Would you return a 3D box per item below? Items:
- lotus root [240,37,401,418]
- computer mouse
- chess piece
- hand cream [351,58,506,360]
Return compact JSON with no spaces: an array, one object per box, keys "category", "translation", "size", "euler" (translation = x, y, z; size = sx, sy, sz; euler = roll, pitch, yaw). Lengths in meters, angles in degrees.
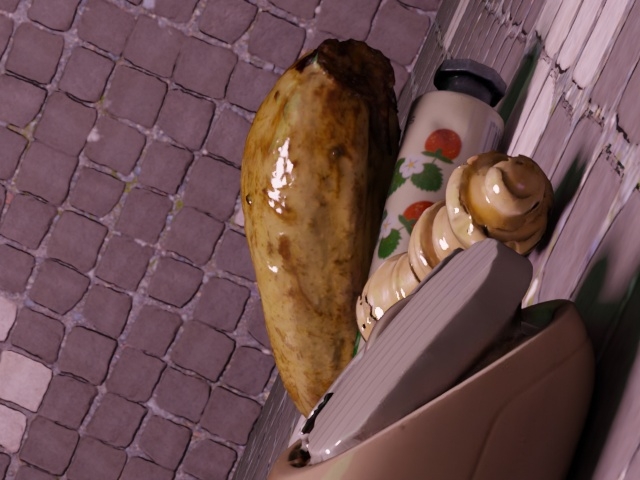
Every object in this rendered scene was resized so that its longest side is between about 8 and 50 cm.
[{"category":"lotus root","translation":[0.000,0.000,0.981],"size":[0.110,0.097,0.258],"euler":[-35,-52,-60]},{"category":"computer mouse","translation":[0.013,0.111,0.511],"size":[0.145,0.082,0.236],"euler":[148,144,-87]},{"category":"chess piece","translation":[0.065,0.006,0.731],"size":[0.172,0.060,0.060],"euler":[123,170,-63]},{"category":"hand cream","translation":[0.052,0.019,0.912],"size":[0.095,0.059,0.276],"euler":[95,-167,-66]}]
